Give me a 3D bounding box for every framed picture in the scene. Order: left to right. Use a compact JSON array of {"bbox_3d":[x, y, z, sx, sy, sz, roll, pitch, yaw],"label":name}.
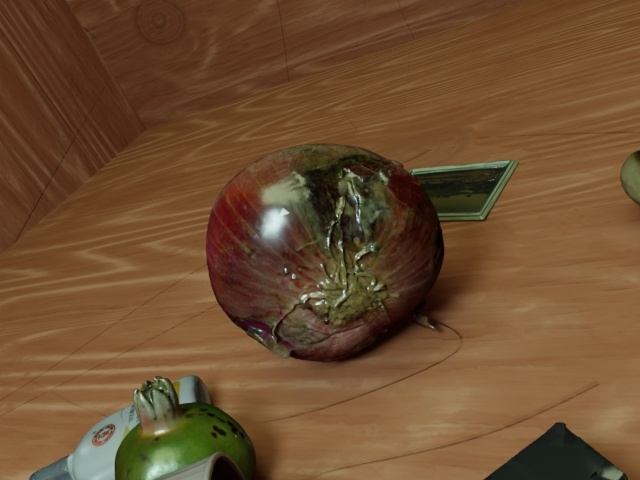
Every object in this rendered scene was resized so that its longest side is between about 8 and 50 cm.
[{"bbox_3d":[0.247,-0.100,1.199,0.253,0.014,0.197,0,39,41],"label":"framed picture"}]

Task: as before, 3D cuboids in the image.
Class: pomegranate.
[{"bbox_3d":[-0.179,0.269,0.748,0.180,0.209,0.180,-12,19,4],"label":"pomegranate"}]

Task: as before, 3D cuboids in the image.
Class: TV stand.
[{"bbox_3d":[0.158,0.292,0.550,0.270,0.082,0.088,-33,27,-11],"label":"TV stand"}]

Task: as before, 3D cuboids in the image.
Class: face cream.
[{"bbox_3d":[-0.307,0.318,0.923,0.291,0.070,0.144,-27,28,2],"label":"face cream"}]

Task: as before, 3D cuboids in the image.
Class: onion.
[{"bbox_3d":[0.011,0.024,0.874,0.354,0.353,0.353,-21,29,12],"label":"onion"}]

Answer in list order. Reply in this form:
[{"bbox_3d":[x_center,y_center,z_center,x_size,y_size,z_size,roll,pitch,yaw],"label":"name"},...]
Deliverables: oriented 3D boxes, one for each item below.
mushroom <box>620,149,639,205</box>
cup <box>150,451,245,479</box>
[{"bbox_3d":[0.600,-0.119,0.841,0.329,0.122,0.159,-19,-7,14],"label":"mushroom"},{"bbox_3d":[-0.174,0.384,0.563,0.274,0.288,0.208,-19,-16,0],"label":"cup"}]
